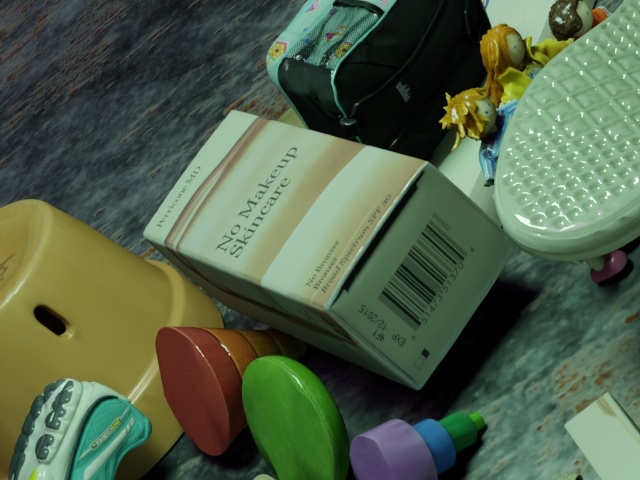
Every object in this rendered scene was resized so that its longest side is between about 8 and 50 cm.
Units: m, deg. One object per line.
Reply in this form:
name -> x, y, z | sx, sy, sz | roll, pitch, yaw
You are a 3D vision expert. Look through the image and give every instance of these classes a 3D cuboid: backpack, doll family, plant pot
backpack -> 0.058, -0.159, 1.663 | 0.188, 0.166, 0.144 | -47, 39, -14
doll family -> 0.176, -0.086, 1.524 | 0.118, 0.163, 0.263 | -23, 35, 42
plant pot -> -0.266, 0.098, 1.788 | 0.291, 0.203, 0.291 | -31, 30, 21

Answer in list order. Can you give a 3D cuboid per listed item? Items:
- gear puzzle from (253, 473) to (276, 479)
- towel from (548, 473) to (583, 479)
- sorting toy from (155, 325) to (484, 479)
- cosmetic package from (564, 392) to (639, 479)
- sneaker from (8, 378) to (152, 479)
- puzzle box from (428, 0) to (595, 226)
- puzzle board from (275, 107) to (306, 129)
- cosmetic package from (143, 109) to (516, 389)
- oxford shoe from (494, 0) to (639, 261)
gear puzzle -> -0.077, 0.344, 1.330 | 0.175, 0.044, 0.339 | 34, 72, 19
towel -> 0.134, 0.233, 1.299 | 0.110, 0.027, 0.148 | -21, 36, 35
sorting toy -> 0.005, 0.130, 1.552 | 0.126, 0.127, 0.365 | -23, 22, -30
cosmetic package -> 0.214, 0.159, 1.266 | 0.041, 0.060, 0.115 | -38, 31, 5
sneaker -> -0.228, 0.259, 1.628 | 0.107, 0.110, 0.275 | 7, 73, 64
puzzle box -> 0.098, -0.110, 1.772 | 0.272, 0.052, 0.409 | -11, 41, 44
puzzle board -> -0.014, -0.123, 1.970 | 0.128, 0.011, 0.096 | -42, 28, -1
cosmetic package -> 0.000, 0.000, 1.567 | 0.296, 0.129, 0.153 | 17, 70, 55
oxford shoe -> 0.269, -0.115, 1.443 | 0.169, 0.130, 0.449 | 13, 43, 24
